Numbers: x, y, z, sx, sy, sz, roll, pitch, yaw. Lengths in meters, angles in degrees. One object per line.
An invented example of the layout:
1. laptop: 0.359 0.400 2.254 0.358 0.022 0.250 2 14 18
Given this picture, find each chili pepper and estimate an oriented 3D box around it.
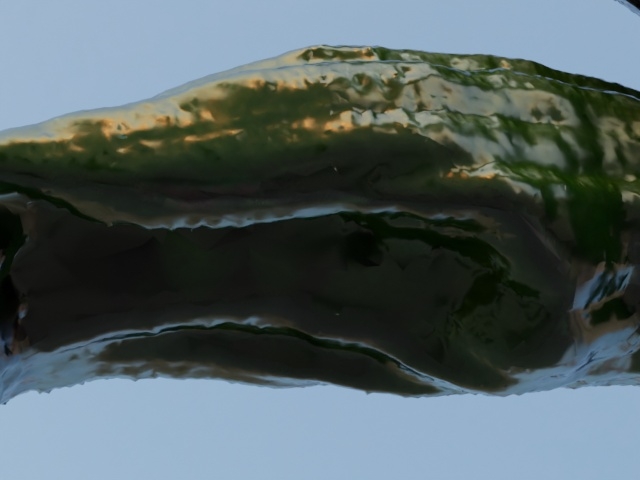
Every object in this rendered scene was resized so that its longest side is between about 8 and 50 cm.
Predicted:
1. chili pepper: 0.001 0.005 0.428 0.257 0.074 0.100 -3 -72 -11

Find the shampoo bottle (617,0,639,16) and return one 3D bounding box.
1. shampoo bottle: 0.133 -0.073 0.461 0.323 0.129 0.084 41 -60 31
